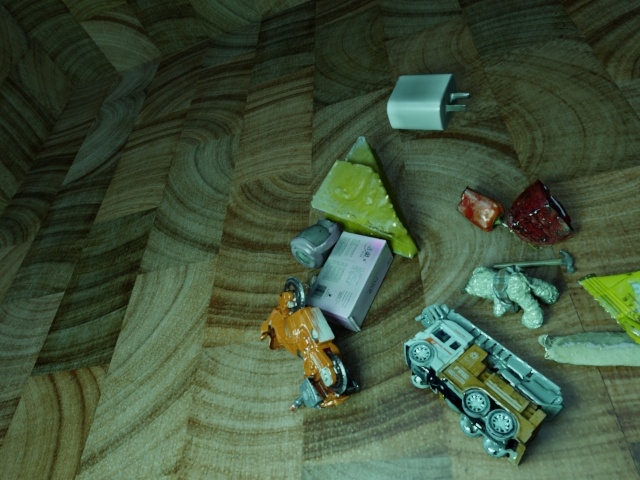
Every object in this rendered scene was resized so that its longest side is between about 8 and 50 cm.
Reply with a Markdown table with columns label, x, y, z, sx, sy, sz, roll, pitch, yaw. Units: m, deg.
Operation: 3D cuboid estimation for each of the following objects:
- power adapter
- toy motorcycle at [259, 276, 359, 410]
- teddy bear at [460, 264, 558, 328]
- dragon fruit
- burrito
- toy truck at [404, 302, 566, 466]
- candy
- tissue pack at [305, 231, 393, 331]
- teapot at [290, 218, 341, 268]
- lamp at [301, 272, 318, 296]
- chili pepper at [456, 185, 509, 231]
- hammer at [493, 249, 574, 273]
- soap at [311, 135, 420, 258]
| label | x | y | z | sx | sy | sz | roll | pitch | yaw |
| --- | --- | --- | --- | --- | --- | --- | --- | --- | --- |
| power adapter | 0.377 | -0.470 | 1.530 | 0.255 | 0.124 | 0.187 | 10 | 61 | 30 |
| toy motorcycle | -0.040 | 0.267 | 1.117 | 0.147 | 0.221 | 0.326 | -8 | 55 | -35 |
| teddy bear | 0.433 | 0.112 | 1.057 | 0.213 | 0.111 | 0.133 | 20 | 61 | 34 |
| dragon fruit | 0.557 | -0.065 | 1.162 | 0.127 | 0.120 | 0.161 | -30 | 25 | 31 |
| burrito | 0.603 | 0.222 | 0.929 | 0.275 | 0.059 | 0.082 | -6 | 41 | 19 |
| toy truck | 0.324 | 0.283 | 0.965 | 0.184 | 0.133 | 0.338 | -35 | 50 | -18 |
| candy | 0.731 | 0.098 | 0.939 | 0.297 | 0.081 | 0.187 | -20 | 41 | -3 |
| tissue pack | 0.083 | 0.109 | 1.232 | 0.148 | 0.092 | 0.246 | 14 | 61 | 34 |
| teapot | -0.008 | -0.005 | 1.337 | 0.116 | 0.148 | 0.146 | 36 | 61 | 9 |
| lamp | -0.019 | 0.140 | 1.298 | 0.063 | 0.031 | 0.083 | -35 | 46 | 4 |
| chili pepper | 0.449 | -0.070 | 1.210 | 0.192 | 0.086 | 0.084 | 41 | 104 | 30 |
| hammer | 0.526 | 0.056 | 1.121 | 0.181 | 0.017 | 0.062 | -4 | 53 | 23 |
| soap | 0.193 | -0.144 | 1.332 | 0.338 | 0.169 | 0.305 | 24 | 77 | 36 |
